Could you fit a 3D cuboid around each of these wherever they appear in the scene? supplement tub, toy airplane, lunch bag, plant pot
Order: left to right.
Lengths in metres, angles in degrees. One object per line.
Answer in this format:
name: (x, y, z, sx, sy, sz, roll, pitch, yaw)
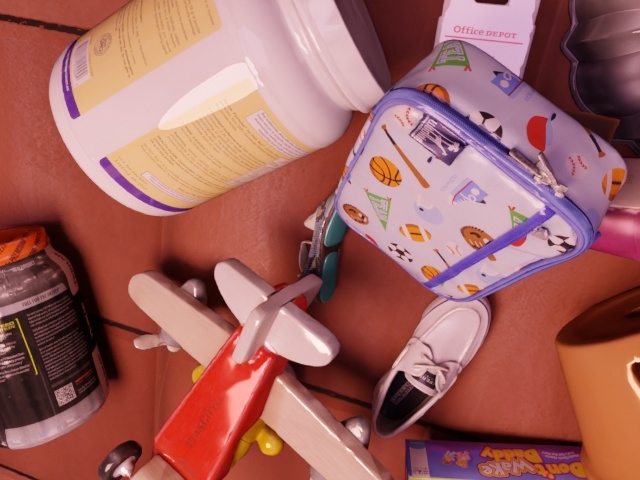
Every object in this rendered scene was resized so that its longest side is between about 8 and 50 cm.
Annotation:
supplement tub: (-0.510, 0.157, 0.816, 0.207, 0.207, 0.338, -2, 108, 17)
supplement tub: (-0.108, -0.189, 0.556, 0.331, 0.241, 0.241, -20, 102, 22)
toy airplane: (-0.104, 0.206, 0.693, 0.384, 0.272, 0.387, -13, 82, 19)
lunch bag: (0.148, -0.046, 0.514, 0.243, 0.303, 0.115, 41, 70, 4)
plant pot: (0.405, 0.164, 0.526, 0.290, 0.291, 0.204, -32, 81, 24)

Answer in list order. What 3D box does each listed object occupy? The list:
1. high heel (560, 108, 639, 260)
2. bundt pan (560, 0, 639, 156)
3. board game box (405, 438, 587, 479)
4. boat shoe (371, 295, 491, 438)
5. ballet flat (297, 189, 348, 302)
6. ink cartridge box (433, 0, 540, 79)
high heel: (0.382, -0.011, 0.491, 0.377, 0.181, 0.127, 32, 74, 24)
bundt pan: (0.422, -0.219, 0.454, 0.330, 0.124, 0.331, 5, 111, 14)
board game box: (0.301, 0.424, 0.712, 0.346, 0.078, 0.234, -1, 108, 7)
boat shoe: (0.153, 0.185, 0.694, 0.096, 0.088, 0.268, 36, 115, 2)
ballet flat: (0.000, 0.000, 0.692, 0.070, 0.070, 0.189, 17, 109, 10)
ink cartridge box: (0.183, -0.201, 0.563, 0.104, 0.061, 0.182, 12, 113, 13)
